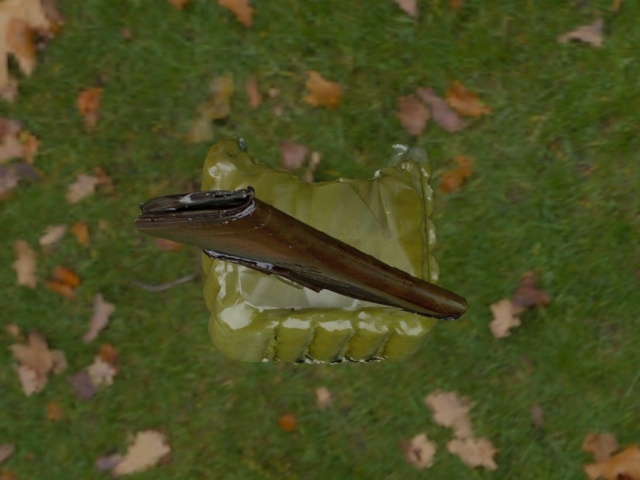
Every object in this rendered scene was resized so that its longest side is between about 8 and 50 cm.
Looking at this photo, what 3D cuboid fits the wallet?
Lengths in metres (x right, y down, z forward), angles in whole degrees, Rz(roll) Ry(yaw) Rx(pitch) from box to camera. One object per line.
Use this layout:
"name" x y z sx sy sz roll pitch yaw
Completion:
"wallet" -0.014 0.013 1.110 0.137 0.255 0.031 1 74 42

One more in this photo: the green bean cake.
"green bean cake" 0.000 0.000 1.501 0.236 0.124 0.233 0 68 -9
